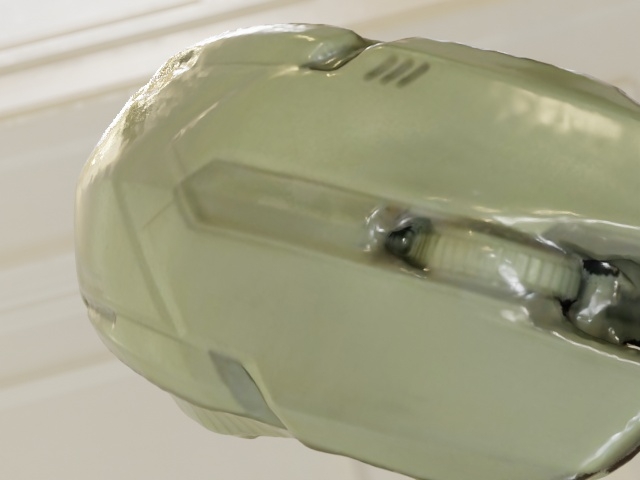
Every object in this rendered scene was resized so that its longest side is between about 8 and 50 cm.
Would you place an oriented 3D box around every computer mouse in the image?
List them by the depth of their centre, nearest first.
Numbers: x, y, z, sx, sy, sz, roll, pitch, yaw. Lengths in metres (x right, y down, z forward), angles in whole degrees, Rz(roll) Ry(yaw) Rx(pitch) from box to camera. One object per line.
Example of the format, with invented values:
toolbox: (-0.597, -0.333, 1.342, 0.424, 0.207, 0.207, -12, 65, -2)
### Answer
computer mouse: (0.000, 0.000, 1.011, 0.429, 0.145, 0.228, 12, 84, 41)
